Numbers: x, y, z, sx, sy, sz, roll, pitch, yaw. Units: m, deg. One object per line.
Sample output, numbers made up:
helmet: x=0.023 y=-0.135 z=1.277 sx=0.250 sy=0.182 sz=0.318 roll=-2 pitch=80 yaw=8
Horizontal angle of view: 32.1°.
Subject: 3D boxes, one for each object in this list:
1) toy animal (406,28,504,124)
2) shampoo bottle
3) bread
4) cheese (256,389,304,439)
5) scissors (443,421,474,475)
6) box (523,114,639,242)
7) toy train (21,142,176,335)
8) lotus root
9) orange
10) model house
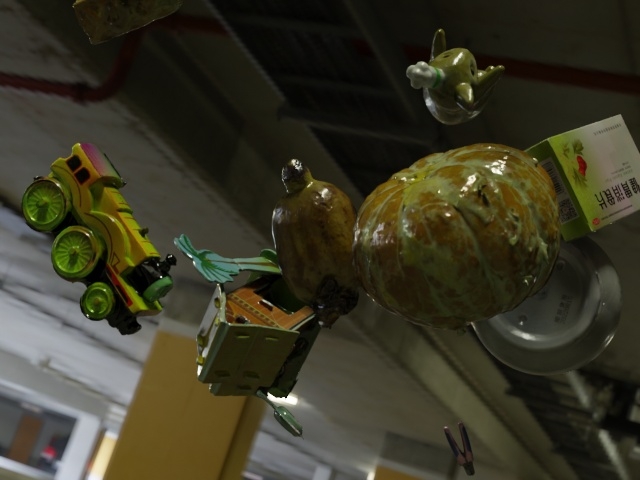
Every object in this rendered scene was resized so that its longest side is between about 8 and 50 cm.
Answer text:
toy animal: x=0.308 y=-0.369 z=2.524 sx=0.181 sy=0.180 sz=0.363 roll=26 pitch=-1 yaw=9
shampoo bottle: x=0.409 y=0.109 z=2.025 sx=0.273 sy=0.273 sz=0.266 roll=14 pitch=-3 yaw=17
bread: x=-0.393 y=-0.503 z=2.296 sx=0.232 sy=0.128 sz=0.088 roll=-23 pitch=-3 yaw=-4
cheese: x=-0.070 y=0.311 z=1.990 sx=0.121 sy=0.026 sz=0.067 roll=46 pitch=-5 yaw=2
scissors: x=0.262 y=0.389 z=2.063 sx=0.039 sy=0.113 sz=0.012 roll=-20 pitch=17 yaw=3
box: x=0.481 y=-0.113 z=1.953 sx=0.260 sy=0.175 sz=0.062 roll=-20 pitch=-7 yaw=-46
toy train: x=-0.334 y=-0.002 z=1.706 sx=0.296 sy=0.160 sz=0.100 roll=56 pitch=11 yaw=12
lotus root: x=0.000 y=0.000 z=2.043 sx=0.169 sy=0.314 sz=0.141 roll=-14 pitch=4 yaw=11
orange: x=0.206 y=-0.004 z=1.685 sx=0.329 sy=0.329 sz=0.249 roll=-9 pitch=-72 yaw=61
model house: x=-0.211 y=0.183 z=2.341 sx=0.340 sy=0.300 sz=0.323 roll=32 pitch=23 yaw=14
